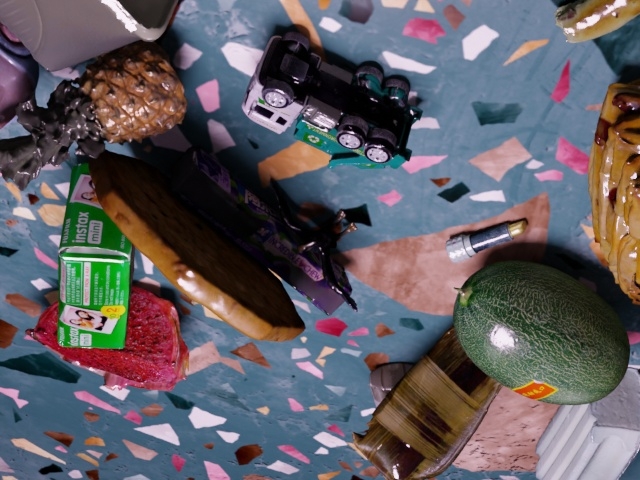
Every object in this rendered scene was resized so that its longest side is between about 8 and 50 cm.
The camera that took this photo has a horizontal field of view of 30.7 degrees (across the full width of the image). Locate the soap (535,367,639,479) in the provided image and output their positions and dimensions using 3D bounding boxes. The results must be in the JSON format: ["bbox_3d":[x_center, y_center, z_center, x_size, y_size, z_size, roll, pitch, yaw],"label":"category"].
[{"bbox_3d":[0.422,0.319,1.830,0.094,0.150,0.261,11,138,-6],"label":"soap"}]

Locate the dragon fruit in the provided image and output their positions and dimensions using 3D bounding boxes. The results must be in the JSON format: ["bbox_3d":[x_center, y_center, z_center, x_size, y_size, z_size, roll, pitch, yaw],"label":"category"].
[{"bbox_3d":[-0.315,0.156,1.864,0.274,0.126,0.161,11,148,16],"label":"dragon fruit"}]

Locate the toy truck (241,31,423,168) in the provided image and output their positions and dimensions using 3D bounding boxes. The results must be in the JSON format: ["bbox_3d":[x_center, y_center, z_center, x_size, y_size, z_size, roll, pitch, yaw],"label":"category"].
[{"bbox_3d":[0.009,-0.158,1.456,0.216,0.110,0.116,24,147,-13],"label":"toy truck"}]

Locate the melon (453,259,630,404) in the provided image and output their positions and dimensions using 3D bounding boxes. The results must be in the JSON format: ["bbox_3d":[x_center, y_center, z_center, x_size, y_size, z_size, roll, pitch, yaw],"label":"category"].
[{"bbox_3d":[0.300,0.125,1.628,0.288,0.182,0.182,30,135,-17],"label":"melon"}]

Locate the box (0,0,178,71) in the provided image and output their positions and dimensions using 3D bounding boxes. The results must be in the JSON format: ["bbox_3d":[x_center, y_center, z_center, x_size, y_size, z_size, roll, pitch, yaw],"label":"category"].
[{"bbox_3d":[-0.314,-0.325,1.336,0.178,0.138,0.274,-17,130,34],"label":"box"}]

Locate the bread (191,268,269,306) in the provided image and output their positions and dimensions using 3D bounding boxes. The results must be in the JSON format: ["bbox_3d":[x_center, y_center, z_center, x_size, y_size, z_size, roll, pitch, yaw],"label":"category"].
[{"bbox_3d":[-0.132,0.062,1.739,0.109,0.080,0.084,14,140,2],"label":"bread"}]

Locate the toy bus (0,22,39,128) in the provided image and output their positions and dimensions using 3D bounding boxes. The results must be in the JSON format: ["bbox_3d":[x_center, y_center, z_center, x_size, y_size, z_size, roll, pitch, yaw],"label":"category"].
[{"bbox_3d":[-0.508,-0.207,1.431,0.197,0.231,0.294,-26,124,34],"label":"toy bus"}]

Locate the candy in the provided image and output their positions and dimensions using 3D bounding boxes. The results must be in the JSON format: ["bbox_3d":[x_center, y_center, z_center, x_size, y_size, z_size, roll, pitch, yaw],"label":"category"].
[{"bbox_3d":[-0.078,-0.012,1.637,0.061,0.088,0.312,-43,117,16],"label":"candy"}]

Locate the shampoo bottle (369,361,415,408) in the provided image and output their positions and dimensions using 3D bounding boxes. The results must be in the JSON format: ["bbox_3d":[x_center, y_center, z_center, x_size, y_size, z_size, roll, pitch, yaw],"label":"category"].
[{"bbox_3d":[0.143,0.292,1.935,0.086,0.056,0.227,-10,134,8],"label":"shampoo bottle"}]

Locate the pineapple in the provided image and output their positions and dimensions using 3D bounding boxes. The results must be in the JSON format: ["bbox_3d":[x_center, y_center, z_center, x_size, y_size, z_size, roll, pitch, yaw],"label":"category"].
[{"bbox_3d":[-0.292,-0.152,1.441,0.248,0.128,0.128,-28,135,-12],"label":"pineapple"}]

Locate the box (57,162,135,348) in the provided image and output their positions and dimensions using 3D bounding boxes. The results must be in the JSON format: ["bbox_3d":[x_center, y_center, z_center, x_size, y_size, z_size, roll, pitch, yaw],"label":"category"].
[{"bbox_3d":[-0.320,0.026,1.677,0.103,0.180,0.250,4,140,-8],"label":"box"}]

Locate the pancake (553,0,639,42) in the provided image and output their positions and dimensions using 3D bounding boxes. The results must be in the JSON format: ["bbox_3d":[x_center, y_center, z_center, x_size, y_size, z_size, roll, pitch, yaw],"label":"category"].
[{"bbox_3d":[0.326,-0.353,1.207,0.197,0.054,0.376,10,136,4],"label":"pancake"}]

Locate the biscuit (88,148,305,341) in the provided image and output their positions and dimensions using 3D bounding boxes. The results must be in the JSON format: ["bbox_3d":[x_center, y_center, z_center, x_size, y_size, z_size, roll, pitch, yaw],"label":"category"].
[{"bbox_3d":[-0.161,0.010,1.528,0.359,0.359,0.046,39,101,-26],"label":"biscuit"}]

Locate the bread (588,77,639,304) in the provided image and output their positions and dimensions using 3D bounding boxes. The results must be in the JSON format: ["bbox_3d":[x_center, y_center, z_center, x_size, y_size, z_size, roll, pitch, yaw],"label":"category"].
[{"bbox_3d":[0.468,-0.038,1.424,0.278,0.167,0.324,1,135,12],"label":"bread"}]

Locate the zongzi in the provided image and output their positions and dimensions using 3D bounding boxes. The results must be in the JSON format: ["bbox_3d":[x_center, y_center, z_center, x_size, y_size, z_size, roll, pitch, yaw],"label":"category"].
[{"bbox_3d":[0.209,0.263,1.831,0.286,0.134,0.288,-47,152,4],"label":"zongzi"}]

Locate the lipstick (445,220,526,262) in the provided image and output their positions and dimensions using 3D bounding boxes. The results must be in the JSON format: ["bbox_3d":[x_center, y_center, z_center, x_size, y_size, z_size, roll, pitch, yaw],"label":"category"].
[{"bbox_3d":[0.233,-0.001,1.619,0.116,0.037,0.037,-19,129,25],"label":"lipstick"}]

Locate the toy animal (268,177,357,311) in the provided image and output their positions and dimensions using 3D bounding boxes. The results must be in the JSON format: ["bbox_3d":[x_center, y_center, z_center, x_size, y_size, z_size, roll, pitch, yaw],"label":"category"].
[{"bbox_3d":[0.000,0.000,1.627,0.062,0.108,0.220,-38,87,42],"label":"toy animal"}]
